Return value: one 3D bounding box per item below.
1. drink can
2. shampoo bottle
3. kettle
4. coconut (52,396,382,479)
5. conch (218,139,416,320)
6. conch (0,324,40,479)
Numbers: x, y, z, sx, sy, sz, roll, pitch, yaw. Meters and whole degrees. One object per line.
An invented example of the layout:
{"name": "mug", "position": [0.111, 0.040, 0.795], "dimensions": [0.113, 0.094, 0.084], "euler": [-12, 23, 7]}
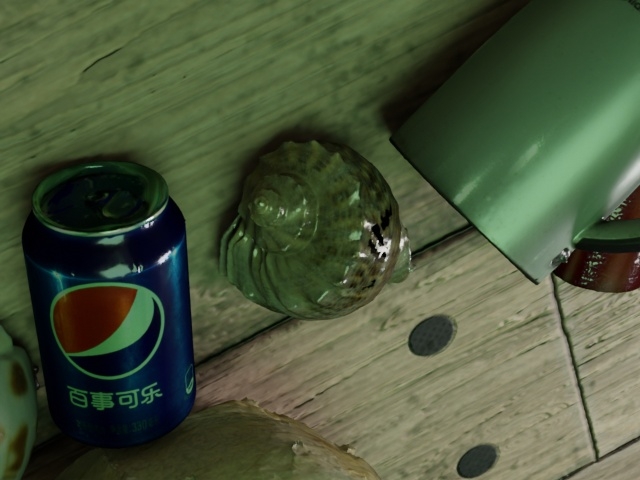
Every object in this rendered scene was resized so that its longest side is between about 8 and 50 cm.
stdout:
{"name": "drink can", "position": [-0.153, 0.049, 0.823], "dimensions": [0.118, 0.118, 0.205], "euler": [-11, 125, -17]}
{"name": "shampoo bottle", "position": [0.285, -0.079, 0.963], "dimensions": [0.102, 0.064, 0.260], "euler": [3, 121, -25]}
{"name": "kettle", "position": [0.208, -0.085, 0.833], "dimensions": [0.236, 0.221, 0.161], "euler": [-45, 157, 7]}
{"name": "coconut", "position": [-0.081, 0.305, 0.901], "dimensions": [0.360, 0.346, 0.346], "euler": [-15, 130, -39]}
{"name": "conch", "position": [0.000, 0.000, 0.888], "dimensions": [0.155, 0.130, 0.207], "euler": [-15, 162, 28]}
{"name": "conch", "position": [-0.326, 0.179, 0.814], "dimensions": [0.275, 0.149, 0.183], "euler": [-39, 125, 2]}
